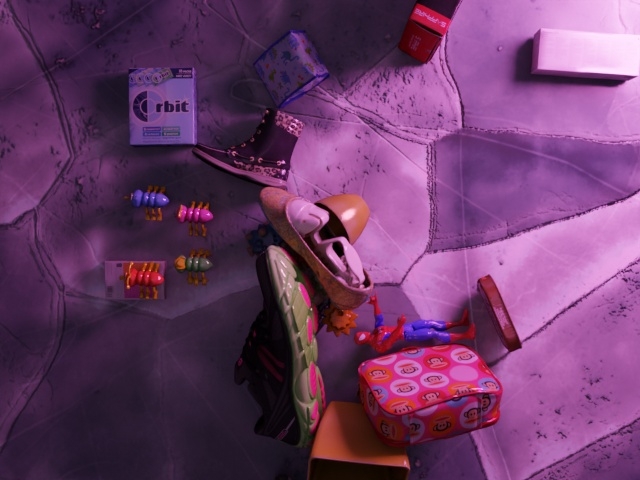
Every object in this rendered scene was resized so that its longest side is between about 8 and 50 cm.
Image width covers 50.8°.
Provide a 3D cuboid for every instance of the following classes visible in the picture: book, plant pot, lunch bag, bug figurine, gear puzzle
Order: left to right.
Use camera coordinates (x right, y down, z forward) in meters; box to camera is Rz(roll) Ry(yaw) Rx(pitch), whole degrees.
[{"bbox_3d":[-0.447,0.096,1.631,0.144,0.035,0.096,0,94,1],"label":"book"},{"bbox_3d":[-0.360,-0.003,1.584,0.216,0.072,0.279,1,78,-4],"label":"bug figurine"},{"bbox_3d":[-0.074,-0.402,1.592,0.151,0.096,0.128,-30,90,30],"label":"lunch bag"},{"bbox_3d":[-0.033,0.086,1.598,0.175,0.044,0.339,-33,85,-2],"label":"gear puzzle"},{"bbox_3d":[0.058,-0.058,1.585,0.095,0.134,0.134,-36,90,-22],"label":"plant pot"},{"bbox_3d":[0.079,0.487,1.528,0.212,0.187,0.212,5,127,0],"label":"plant pot"},{"bbox_3d":[0.233,0.327,1.519,0.293,0.258,0.120,-9,116,-13],"label":"lunch bag"}]

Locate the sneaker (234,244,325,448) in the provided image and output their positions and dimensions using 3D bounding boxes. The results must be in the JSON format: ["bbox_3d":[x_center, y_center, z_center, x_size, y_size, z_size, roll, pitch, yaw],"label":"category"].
[{"bbox_3d":[-0.108,0.251,1.532,0.202,0.185,0.482,-2,101,13],"label":"sneaker"}]

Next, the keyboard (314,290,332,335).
[{"bbox_3d":[-0.041,0.182,1.631,0.108,0.023,0.180,39,90,0],"label":"keyboard"}]

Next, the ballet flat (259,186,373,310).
[{"bbox_3d":[0.000,0.000,1.530,0.123,0.123,0.348,-36,89,1],"label":"ballet flat"}]

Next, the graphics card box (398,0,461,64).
[{"bbox_3d":[0.302,-0.605,1.515,0.094,0.233,0.371,28,92,1],"label":"graphics card box"}]

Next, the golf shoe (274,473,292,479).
[{"bbox_3d":[-0.049,0.680,1.610,0.120,0.105,0.272,-11,96,-15],"label":"golf shoe"}]

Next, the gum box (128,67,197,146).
[{"bbox_3d":[-0.378,-0.319,1.620,0.157,0.041,0.184,0,90,1],"label":"gum box"}]

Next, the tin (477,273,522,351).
[{"bbox_3d":[0.419,0.172,1.583,0.040,0.106,0.189,-23,90,1],"label":"tin"}]

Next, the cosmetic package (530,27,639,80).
[{"bbox_3d":[0.627,-0.439,1.597,0.239,0.060,0.098,5,93,0],"label":"cosmetic package"}]

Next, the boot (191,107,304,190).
[{"bbox_3d":[-0.167,-0.234,1.599,0.236,0.085,0.178,21,89,-6],"label":"boot"}]

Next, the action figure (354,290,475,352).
[{"bbox_3d":[0.213,0.185,1.581,0.280,0.091,0.139,-11,118,1],"label":"action figure"}]
